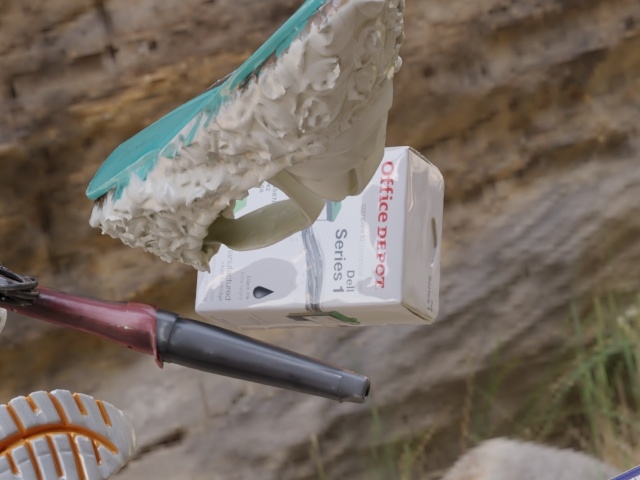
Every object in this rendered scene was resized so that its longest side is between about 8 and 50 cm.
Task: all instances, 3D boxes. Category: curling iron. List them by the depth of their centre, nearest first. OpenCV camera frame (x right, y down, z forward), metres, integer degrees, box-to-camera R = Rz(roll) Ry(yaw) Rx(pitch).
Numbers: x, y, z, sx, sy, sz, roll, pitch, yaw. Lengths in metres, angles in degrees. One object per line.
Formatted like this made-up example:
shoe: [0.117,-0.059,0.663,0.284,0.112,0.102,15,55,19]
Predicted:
curling iron: [-0.105,0.058,0.906,0.274,0.035,0.068,16,9,5]

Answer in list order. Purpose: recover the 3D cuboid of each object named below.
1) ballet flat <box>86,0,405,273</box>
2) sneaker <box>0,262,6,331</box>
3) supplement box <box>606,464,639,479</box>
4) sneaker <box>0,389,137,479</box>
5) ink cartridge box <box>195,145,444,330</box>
ballet flat: [-0.031,-0.074,1.071,0.147,0.147,0.409,-13,-8,-32]
sneaker: [-0.335,0.024,1.304,0.122,0.330,0.146,20,19,31]
supplement box: [0.409,0.344,1.372,0.195,0.194,0.356,-25,23,-1]
sneaker: [-0.245,0.175,1.156,0.215,0.084,0.083,-14,-19,-18]
ink cartridge box: [0.000,0.000,1.480,0.219,0.160,0.092,-4,-16,24]
